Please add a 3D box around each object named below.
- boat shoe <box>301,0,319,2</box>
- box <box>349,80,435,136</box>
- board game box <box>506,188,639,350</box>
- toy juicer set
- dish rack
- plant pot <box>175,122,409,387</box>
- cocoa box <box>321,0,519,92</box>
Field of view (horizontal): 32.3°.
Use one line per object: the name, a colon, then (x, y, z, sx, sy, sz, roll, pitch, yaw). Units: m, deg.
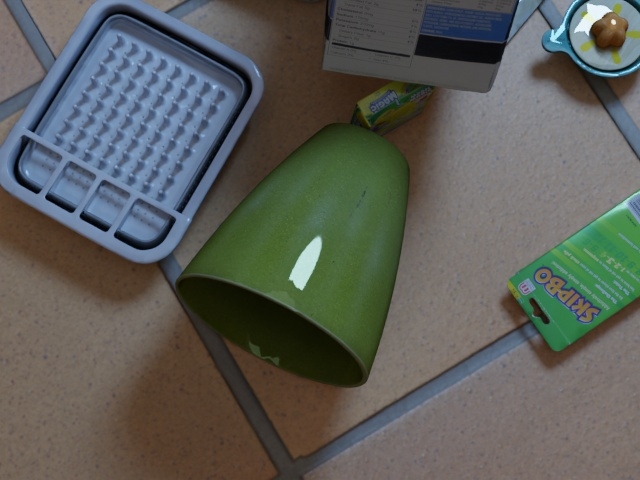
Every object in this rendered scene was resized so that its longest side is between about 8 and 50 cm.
boat shoe: (-0.126, -0.445, 1.603, 0.324, 0.097, 0.116, 23, 82, 4)
box: (0.096, -0.183, 1.514, 0.105, 0.179, 0.043, -30, 88, -5)
board game box: (0.396, 0.038, 1.550, 0.259, 0.039, 0.124, -33, 81, -8)
toy juicer set: (0.421, -0.330, 1.586, 0.329, 0.089, 0.209, 19, 81, 4)
dish rack: (-0.264, -0.155, 1.567, 0.286, 0.072, 0.332, 28, 82, 6)
plant pot: (0.000, 0.000, 1.462, 0.275, 0.275, 0.293, 27, 69, 5)
cocoa box: (0.134, -0.403, 1.425, 0.232, 0.228, 0.347, 7, 55, -2)
